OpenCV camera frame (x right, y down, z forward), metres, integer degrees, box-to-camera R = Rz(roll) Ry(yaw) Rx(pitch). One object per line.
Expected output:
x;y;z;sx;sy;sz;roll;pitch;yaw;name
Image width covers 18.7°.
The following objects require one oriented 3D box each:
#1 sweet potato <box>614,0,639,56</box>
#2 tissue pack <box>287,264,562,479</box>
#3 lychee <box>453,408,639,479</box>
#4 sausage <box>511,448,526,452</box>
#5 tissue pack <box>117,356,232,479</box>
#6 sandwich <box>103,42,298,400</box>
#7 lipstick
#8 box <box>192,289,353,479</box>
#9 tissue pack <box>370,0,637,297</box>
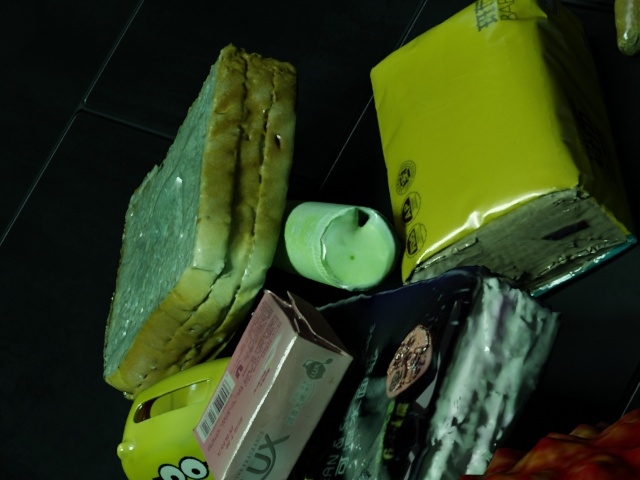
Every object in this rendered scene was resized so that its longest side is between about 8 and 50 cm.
0.305;-0.334;1.799;0.108;0.079;0.346;12;75;37;sweet potato
0.046;0.162;1.599;0.332;0.123;0.245;-23;42;63;tissue pack
0.179;0.324;1.156;0.500;0.425;0.424;-35;32;-22;lychee
0.166;0.216;1.533;0.089;0.089;0.179;-59;28;-5;sausage
-0.100;0.179;1.808;0.178;0.127;0.123;-21;47;35;tissue pack
-0.123;0.001;1.896;0.301;0.099;0.271;129;157;-50;sandwich
0.000;0.000;1.782;0.076;0.076;0.304;-58;13;-4;lipstick
-0.041;0.128;1.603;0.156;0.060;0.111;-63;21;11;box
0.156;-0.081;1.722;0.192;0.134;0.271;-32;43;26;tissue pack
